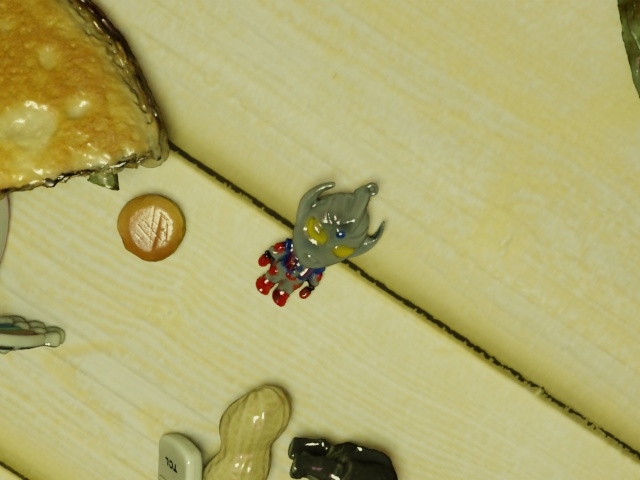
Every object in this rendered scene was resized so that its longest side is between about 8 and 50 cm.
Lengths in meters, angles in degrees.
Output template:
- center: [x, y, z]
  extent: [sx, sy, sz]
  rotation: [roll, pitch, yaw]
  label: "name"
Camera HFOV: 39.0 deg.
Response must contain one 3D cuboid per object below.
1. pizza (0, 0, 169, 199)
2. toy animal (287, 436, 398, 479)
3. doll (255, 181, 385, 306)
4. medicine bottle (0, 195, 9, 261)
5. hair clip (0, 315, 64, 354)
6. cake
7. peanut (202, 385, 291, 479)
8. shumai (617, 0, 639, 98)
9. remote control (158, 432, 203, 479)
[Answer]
- center: [-0.355, -0.182, 1.016]
  extent: [0.392, 0.080, 0.434]
  rotation: [13, 71, -14]
  label: "pizza"
- center: [0.009, 0.408, 1.133]
  extent: [0.169, 0.106, 0.343]
  rotation: [0, 105, -3]
  label: "toy animal"
- center: [-0.001, 0.000, 1.088]
  extent: [0.104, 0.062, 0.194]
  rotation: [44, 106, -2]
  label: "doll"
- center: [-0.538, -0.028, 1.066]
  extent: [0.291, 0.178, 0.178]
  rotation: [15, 100, 2]
  label: "medicine bottle"
- center: [-0.437, 0.110, 1.100]
  extent: [0.220, 0.140, 0.054]
  rotation: [11, 90, 3]
  label: "hair clip"
- center: [-0.207, -0.016, 1.110]
  extent: [0.084, 0.044, 0.084]
  rotation: [0, 99, 2]
  label: "cake"
- center: [-0.097, 0.262, 1.131]
  extent: [0.082, 0.082, 0.187]
  rotation: [21, 102, 1]
  label: "peanut"
- center: [0.445, -0.241, 0.946]
  extent: [0.222, 0.203, 0.271]
  rotation: [-6, 95, 5]
  label: "shumai"
- center: [-0.180, 0.342, 1.148]
  extent: [0.029, 0.087, 0.189]
  rotation: [-3, 102, -35]
  label: "remote control"
